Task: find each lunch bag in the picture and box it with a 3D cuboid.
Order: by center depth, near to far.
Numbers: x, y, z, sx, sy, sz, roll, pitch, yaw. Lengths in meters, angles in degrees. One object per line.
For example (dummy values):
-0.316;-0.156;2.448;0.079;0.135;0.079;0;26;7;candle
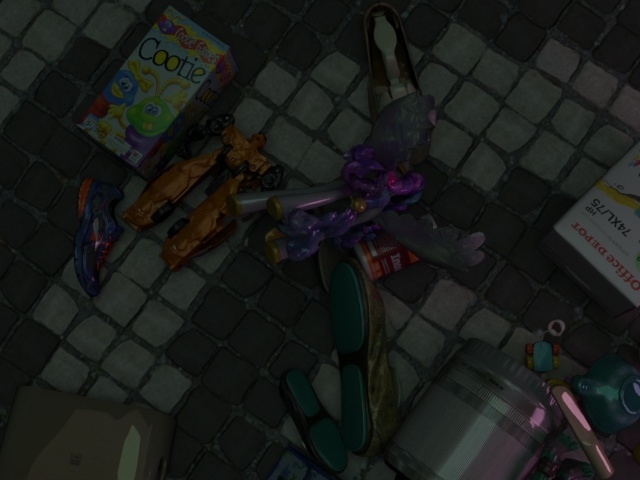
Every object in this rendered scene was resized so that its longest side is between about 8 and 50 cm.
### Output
-0.030;0.449;1.875;0.151;0.096;0.128;32;85;21;lunch bag

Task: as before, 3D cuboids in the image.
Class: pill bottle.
0.138;0.009;1.940;0.152;0.086;0.086;-23;81;-1;pill bottle

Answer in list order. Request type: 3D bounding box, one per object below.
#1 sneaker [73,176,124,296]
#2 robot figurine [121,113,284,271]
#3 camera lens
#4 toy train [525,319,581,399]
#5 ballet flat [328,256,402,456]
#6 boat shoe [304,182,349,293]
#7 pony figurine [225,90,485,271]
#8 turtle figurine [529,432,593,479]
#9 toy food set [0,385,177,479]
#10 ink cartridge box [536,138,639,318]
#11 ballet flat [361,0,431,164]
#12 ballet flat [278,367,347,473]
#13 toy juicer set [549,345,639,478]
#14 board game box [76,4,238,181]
-0.404;-0.006;1.969;0.087;0.083;0.221;3;84;-5;sneaker
-0.208;-0.092;1.971;0.291;0.085;0.211;-42;82;-4;robot figurine
0.257;0.331;1.814;0.219;0.219;0.274;36;84;7;camera lens
0.437;0.228;1.915;0.125;0.046;0.166;-39;84;-6;toy train
0.086;0.203;1.903;0.123;0.123;0.348;-5;83;1;ballet flat
0.000;0.000;1.972;0.065;0.075;0.206;-13;84;44;boat shoe
0.069;-0.074;1.792;0.364;0.351;0.302;-18;101;-23;pony figurine
0.343;0.428;1.703;0.118;0.175;0.234;20;61;31;turtle figurine
-0.424;0.393;1.908;0.306;0.092;0.219;10;70;3;toy food set
0.548;-0.031;1.874;0.270;0.197;0.198;-45;81;-5;ink cartridge box
0.131;-0.294;1.980;0.108;0.106;0.316;-15;81;0;ballet flat
-0.017;0.323;1.905;0.074;0.074;0.203;-28;79;-3;ballet flat
0.506;0.296;1.828;0.329;0.089;0.209;-16;95;-33;toy juicer set
-0.293;-0.263;1.973;0.144;0.142;0.275;35;84;7;board game box
